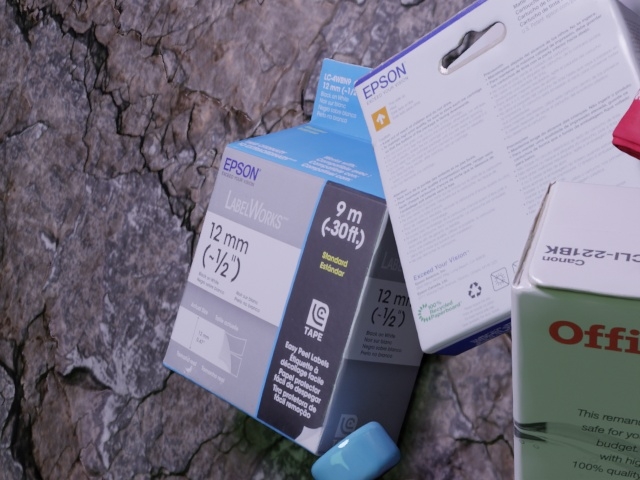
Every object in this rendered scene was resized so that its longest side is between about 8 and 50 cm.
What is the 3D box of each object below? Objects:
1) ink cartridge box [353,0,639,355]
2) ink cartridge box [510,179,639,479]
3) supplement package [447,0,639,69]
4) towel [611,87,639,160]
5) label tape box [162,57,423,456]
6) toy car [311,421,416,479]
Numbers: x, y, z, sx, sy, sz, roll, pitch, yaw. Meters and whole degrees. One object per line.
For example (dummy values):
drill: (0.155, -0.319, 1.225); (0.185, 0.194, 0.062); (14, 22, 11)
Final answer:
ink cartridge box: (0.138, -0.060, 0.840); (0.223, 0.045, 0.224); (-29, 65, 37)
ink cartridge box: (0.224, 0.108, 0.735); (0.197, 0.114, 0.273); (6, 129, 18)
supplement package: (0.238, -0.101, 0.889); (0.203, 0.149, 0.194); (-41, 55, 33)
towel: (0.286, -0.140, 0.656); (0.275, 0.031, 0.199); (-59, 29, 5)
label tape box: (0.000, 0.000, 1.151); (0.249, 0.115, 0.348); (22, 99, 47)
toy car: (0.006, 0.301, 0.942); (0.210, 0.238, 0.219); (-45, 76, 31)
